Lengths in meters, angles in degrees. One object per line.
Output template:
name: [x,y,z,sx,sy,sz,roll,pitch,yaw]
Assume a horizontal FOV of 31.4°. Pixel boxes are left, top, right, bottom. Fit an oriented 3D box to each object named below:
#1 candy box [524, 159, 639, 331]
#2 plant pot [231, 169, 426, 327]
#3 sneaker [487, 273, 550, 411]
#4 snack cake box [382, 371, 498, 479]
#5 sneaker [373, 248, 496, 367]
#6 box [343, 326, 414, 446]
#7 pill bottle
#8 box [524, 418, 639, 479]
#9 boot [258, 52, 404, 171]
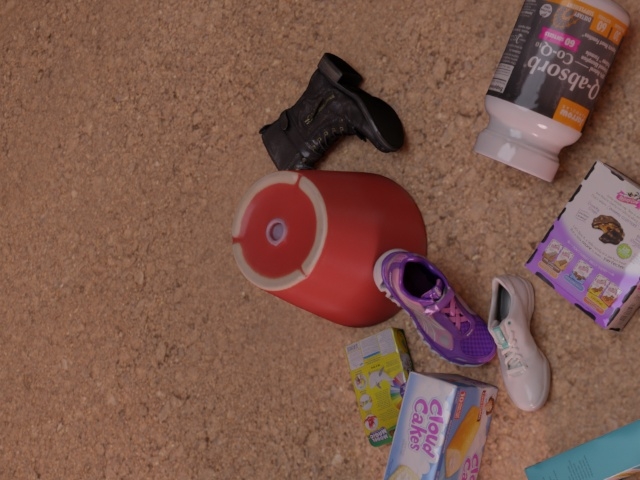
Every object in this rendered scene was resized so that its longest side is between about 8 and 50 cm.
candy box: [0.427,0.008,1.684,0.165,0.070,0.196,42,108,33]
plant pot: [0.000,0.000,1.886,0.274,0.243,0.275,-7,79,36]
sneaker: [0.291,0.156,1.742,0.080,0.094,0.212,-17,73,31]
snack cake box: [0.178,0.341,1.758,0.089,0.152,0.265,14,91,36]
sneaker: [0.185,0.103,1.772,0.236,0.104,0.095,45,73,0]
box: [0.110,0.245,1.891,0.105,0.043,0.179,-25,66,30]
pill bottle: [0.345,-0.240,1.727,0.162,0.162,0.279,26,98,36]
box: [0.422,0.307,1.619,0.244,0.100,0.060,-32,66,28]
boot: [0.014,-0.179,2.015,0.229,0.091,0.263,-52,53,24]
